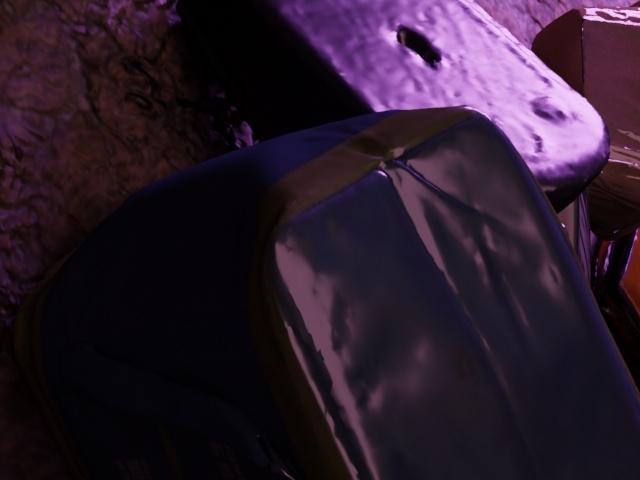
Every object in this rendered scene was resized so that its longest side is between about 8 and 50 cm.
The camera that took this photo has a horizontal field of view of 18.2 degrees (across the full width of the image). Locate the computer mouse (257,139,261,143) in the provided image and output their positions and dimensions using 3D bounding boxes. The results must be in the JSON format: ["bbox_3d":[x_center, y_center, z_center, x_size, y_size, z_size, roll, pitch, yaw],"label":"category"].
[{"bbox_3d":[0.000,0.000,1.197,0.099,0.057,0.172,10,66,-39],"label":"computer mouse"}]

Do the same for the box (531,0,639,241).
[{"bbox_3d":[0.211,-0.092,1.446,0.111,0.111,0.177,22,60,-43],"label":"box"}]

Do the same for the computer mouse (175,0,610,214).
[{"bbox_3d":[0.041,-0.080,1.177,0.170,0.100,0.269,-11,47,-39],"label":"computer mouse"}]

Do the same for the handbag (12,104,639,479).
[{"bbox_3d":[0.003,0.077,1.007,0.222,0.241,0.263,-37,102,-37],"label":"handbag"}]

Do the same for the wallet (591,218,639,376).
[{"bbox_3d":[0.264,0.027,1.511,0.161,0.042,0.195,52,40,-30],"label":"wallet"}]

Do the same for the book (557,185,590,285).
[{"bbox_3d":[0.162,0.074,1.302,0.202,0.027,0.264,66,24,-63],"label":"book"}]
